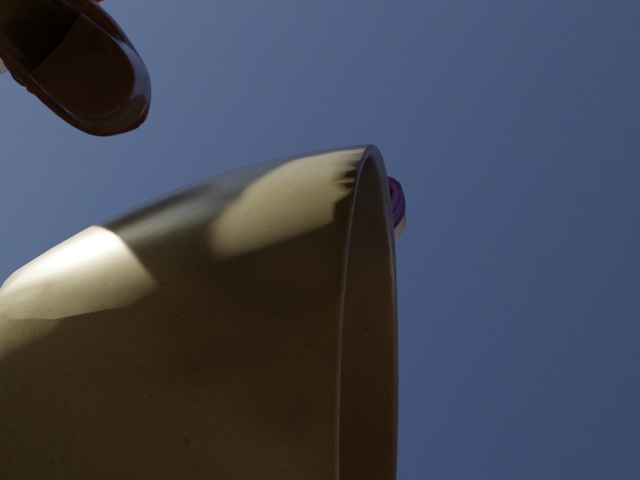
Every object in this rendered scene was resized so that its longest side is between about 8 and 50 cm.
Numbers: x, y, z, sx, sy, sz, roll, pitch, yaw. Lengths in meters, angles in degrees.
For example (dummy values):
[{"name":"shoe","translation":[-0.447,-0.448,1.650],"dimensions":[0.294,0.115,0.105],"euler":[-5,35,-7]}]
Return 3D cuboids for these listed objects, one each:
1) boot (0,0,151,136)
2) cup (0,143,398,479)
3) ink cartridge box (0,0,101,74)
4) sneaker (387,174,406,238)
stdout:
[{"name":"boot","translation":[-0.166,-0.131,0.878],"dimensions":[0.073,0.152,0.197],"euler":[-38,-86,-2]},{"name":"cup","translation":[-0.081,0.102,1.064],"dimensions":[0.237,0.331,0.331],"euler":[1,-83,9]},{"name":"ink cartridge box","translation":[-0.239,-0.222,1.325],"dimensions":[0.045,0.179,0.145],"euler":[31,-35,52]},{"name":"sneaker","translation":[0.000,0.000,1.378],"dimensions":[0.068,0.170,0.071],"euler":[43,-17,18]}]
